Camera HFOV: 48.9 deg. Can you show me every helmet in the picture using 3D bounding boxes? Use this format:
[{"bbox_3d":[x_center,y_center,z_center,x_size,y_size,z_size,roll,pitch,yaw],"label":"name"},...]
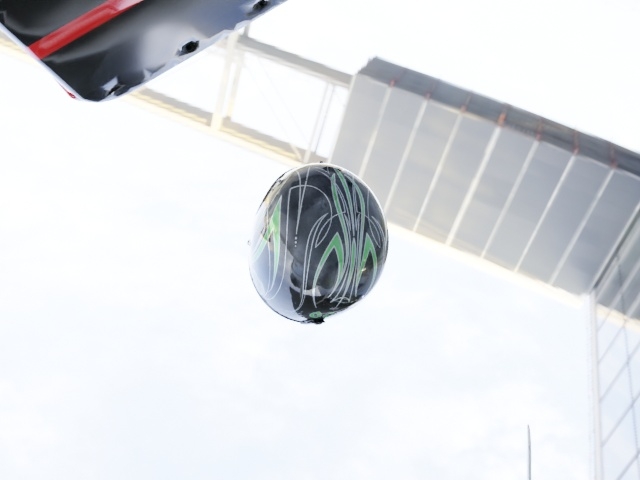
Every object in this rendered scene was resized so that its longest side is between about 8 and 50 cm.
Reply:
[{"bbox_3d":[0.000,0.000,0.807,0.170,0.161,0.169,15,-133,-17],"label":"helmet"}]

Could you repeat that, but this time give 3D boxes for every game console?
[{"bbox_3d":[-0.127,-0.288,0.676,0.387,0.342,0.060,-32,-99,-4],"label":"game console"}]

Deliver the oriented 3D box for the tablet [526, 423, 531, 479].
[{"bbox_3d":[0.243,0.263,0.821,0.006,0.083,0.054,0,-164,15],"label":"tablet"}]
